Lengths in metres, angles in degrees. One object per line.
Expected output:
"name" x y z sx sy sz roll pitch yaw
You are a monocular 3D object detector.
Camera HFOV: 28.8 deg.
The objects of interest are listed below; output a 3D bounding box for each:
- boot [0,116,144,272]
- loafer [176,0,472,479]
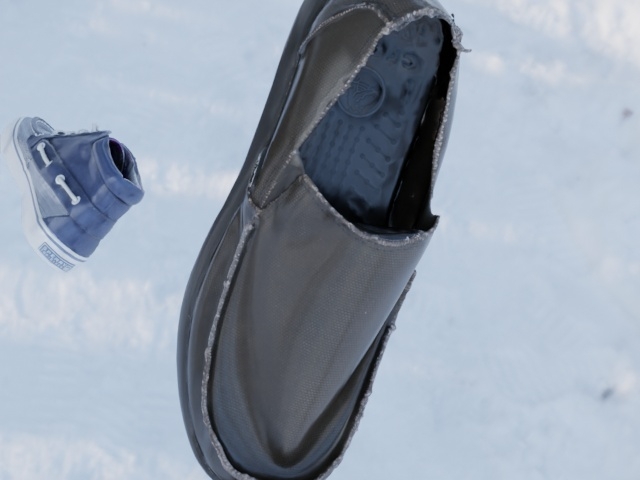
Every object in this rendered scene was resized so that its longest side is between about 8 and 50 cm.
"boot" -0.182 -0.057 0.935 0.069 0.086 0.190 42 11 -39
"loafer" 0.000 0.000 0.476 0.080 0.220 0.078 11 5 -18
